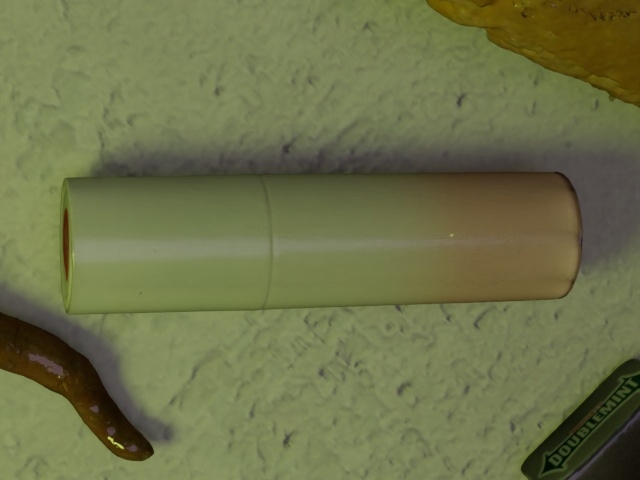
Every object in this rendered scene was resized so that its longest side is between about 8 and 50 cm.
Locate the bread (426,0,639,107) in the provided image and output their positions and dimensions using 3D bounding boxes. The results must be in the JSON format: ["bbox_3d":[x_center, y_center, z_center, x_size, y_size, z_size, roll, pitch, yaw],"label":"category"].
[{"bbox_3d":[0.222,-0.194,1.058,0.375,0.165,0.237,20,94,-26],"label":"bread"}]

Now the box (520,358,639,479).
[{"bbox_3d":[0.256,0.201,1.192,0.120,0.069,0.224,-43,107,-4],"label":"box"}]

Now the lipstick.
[{"bbox_3d":[0.000,0.000,1.086,0.326,0.087,0.087,-2,99,-14],"label":"lipstick"}]

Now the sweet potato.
[{"bbox_3d":[-0.174,0.081,1.082,0.179,0.044,0.044,38,89,-23],"label":"sweet potato"}]
